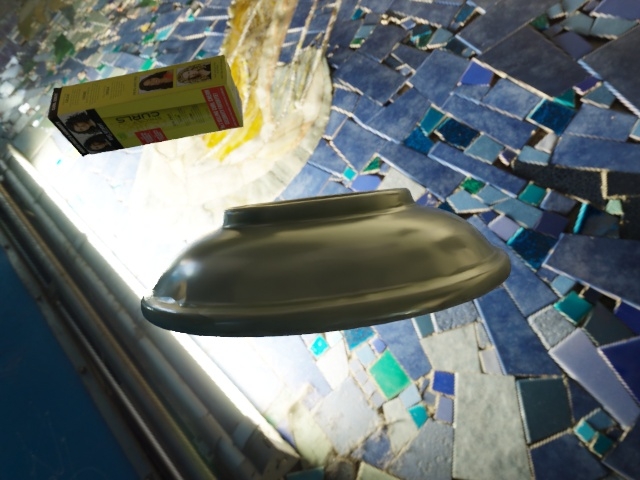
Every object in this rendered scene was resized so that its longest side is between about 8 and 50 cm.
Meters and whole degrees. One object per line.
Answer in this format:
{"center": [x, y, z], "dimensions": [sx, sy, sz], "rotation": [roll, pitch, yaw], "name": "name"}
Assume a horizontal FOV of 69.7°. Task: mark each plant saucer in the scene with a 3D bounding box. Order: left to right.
{"center": [0.000, 0.000, 0.525], "dimensions": [0.400, 0.101, 0.400], "rotation": [-7, -173, 1], "name": "plant saucer"}

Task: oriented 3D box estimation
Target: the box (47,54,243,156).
{"center": [-0.226, -0.177, 0.616], "dimensions": [0.087, 0.232, 0.058], "rotation": [79, -178, -61], "name": "box"}
